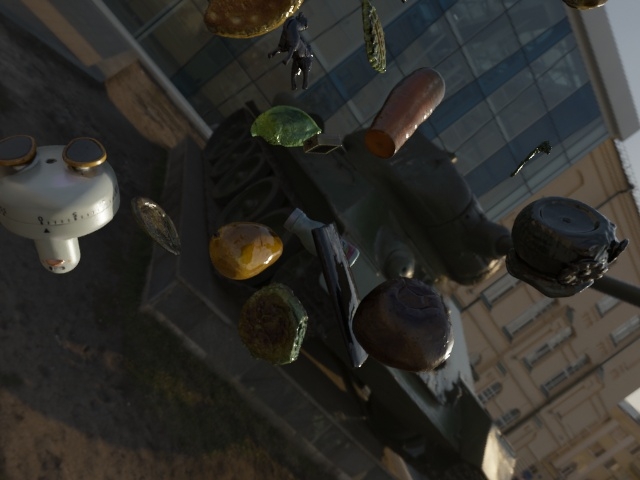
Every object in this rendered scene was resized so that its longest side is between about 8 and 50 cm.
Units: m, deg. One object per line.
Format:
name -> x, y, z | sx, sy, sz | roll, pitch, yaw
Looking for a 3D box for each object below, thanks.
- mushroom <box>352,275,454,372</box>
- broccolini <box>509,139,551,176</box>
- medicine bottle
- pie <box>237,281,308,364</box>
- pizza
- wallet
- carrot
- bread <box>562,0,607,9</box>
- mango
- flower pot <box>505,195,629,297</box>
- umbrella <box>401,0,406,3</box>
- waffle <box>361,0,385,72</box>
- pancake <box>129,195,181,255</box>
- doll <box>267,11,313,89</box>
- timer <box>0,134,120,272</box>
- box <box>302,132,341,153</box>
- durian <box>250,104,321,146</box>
mushroom -> 0.169, 0.159, 0.982 | 0.194, 0.138, 0.231 | 10, 25, -21
broccolini -> 0.811, -0.320, 1.875 | 0.052, 0.194, 0.054 | 16, 45, -40
medicine bottle -> 0.000, 0.000, 1.340 | 0.216, 0.090, 0.090 | 37, 5, -2
pie -> -0.197, 0.343, 1.925 | 0.288, 0.355, 0.102 | 25, 15, 26
pizza -> -0.202, -0.722, 1.404 | 0.086, 0.335, 0.226 | -76, 147, -67
wallet -> 0.057, 0.116, 1.104 | 0.170, 0.044, 0.322 | -25, 97, -75
carrot -> 0.147, -0.230, 0.854 | 0.087, 0.193, 0.087 | 36, -21, 16
bread -> 0.500, -0.560, 0.964 | 0.225, 0.081, 0.134 | 34, 27, -34
mango -> -0.185, 0.026, 1.232 | 0.109, 0.147, 0.227 | 5, 2, 40
flower pot -> 0.718, 0.020, 1.420 | 0.302, 0.301, 0.213 | -123, -154, -47
umbrella -> 0.267, -0.699, 1.284 | 0.037, 0.144, 0.040 | 49, 6, 24
waffle -> 0.186, -0.699, 1.660 | 0.207, 0.054, 0.214 | 4, 82, -72
pancake -> -0.558, -0.051, 1.644 | 0.250, 0.031, 0.250 | 56, 5, -7
doll -> -0.060, -0.488, 1.217 | 0.057, 0.165, 0.139 | 10, -18, 36
timer -> -0.534, -0.080, 0.986 | 0.234, 0.233, 0.240 | -124, -146, -43
box -> 0.002, -0.273, 1.353 | 0.079, 0.083, 0.035 | -15, -98, 56
durian -> -0.117, -0.395, 1.656 | 0.250, 0.101, 0.139 | 9, 69, -27
